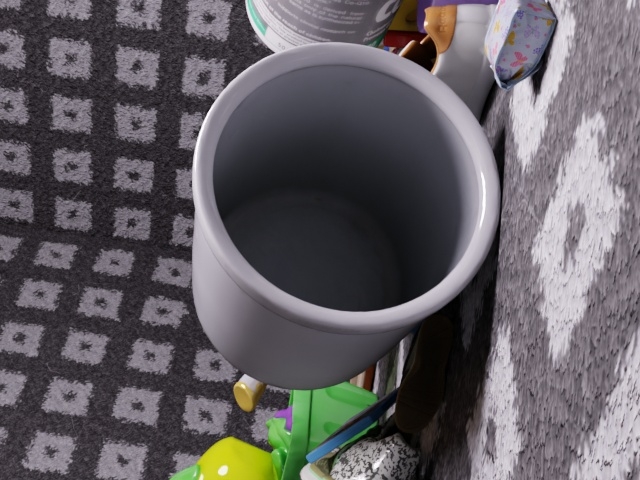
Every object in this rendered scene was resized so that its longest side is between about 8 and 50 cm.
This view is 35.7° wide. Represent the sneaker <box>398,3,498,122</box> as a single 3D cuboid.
[{"bbox_3d":[0.146,-0.190,1.253,0.290,0.123,0.105,99,176,-54],"label":"sneaker"}]

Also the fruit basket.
[{"bbox_3d":[-0.094,0.430,1.843,0.283,0.392,0.392,-85,4,-55],"label":"fruit basket"}]

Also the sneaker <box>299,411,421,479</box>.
[{"bbox_3d":[0.082,0.319,1.373,0.182,0.158,0.410,-50,-1,-3],"label":"sneaker"}]

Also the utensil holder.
[{"bbox_3d":[0.000,0.000,1.209,0.385,0.328,0.327,116,163,-67],"label":"utensil holder"}]

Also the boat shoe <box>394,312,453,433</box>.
[{"bbox_3d":[0.130,0.163,1.233,0.049,0.056,0.152,-53,-18,-85],"label":"boat shoe"}]

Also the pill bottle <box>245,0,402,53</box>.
[{"bbox_3d":[0.035,-0.387,1.229,0.361,0.204,0.204,122,158,-63],"label":"pill bottle"}]

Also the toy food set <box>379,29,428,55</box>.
[{"bbox_3d":[0.120,-0.240,1.418,0.232,0.105,0.111,-48,-36,-62],"label":"toy food set"}]

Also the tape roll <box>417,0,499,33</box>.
[{"bbox_3d":[0.193,-0.397,1.272,0.275,0.090,0.274,-171,90,-88],"label":"tape roll"}]

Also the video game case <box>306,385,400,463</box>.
[{"bbox_3d":[0.058,0.259,1.422,0.119,0.015,0.166,-37,-7,24],"label":"video game case"}]

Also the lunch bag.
[{"bbox_3d":[0.193,-0.197,0.978,0.071,0.053,0.083,-89,18,-59],"label":"lunch bag"}]

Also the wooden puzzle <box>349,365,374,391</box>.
[{"bbox_3d":[0.082,0.297,2.057,0.221,0.044,0.238,-106,29,-85],"label":"wooden puzzle"}]

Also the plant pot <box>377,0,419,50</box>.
[{"bbox_3d":[0.119,-0.414,1.541,0.254,0.254,0.239,101,160,-50],"label":"plant pot"}]

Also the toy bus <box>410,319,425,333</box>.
[{"bbox_3d":[0.109,0.040,1.496,0.191,0.105,0.202,114,164,-80],"label":"toy bus"}]

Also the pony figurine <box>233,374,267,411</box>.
[{"bbox_3d":[-0.021,0.064,1.653,0.363,0.303,0.350,-32,-68,-41],"label":"pony figurine"}]
